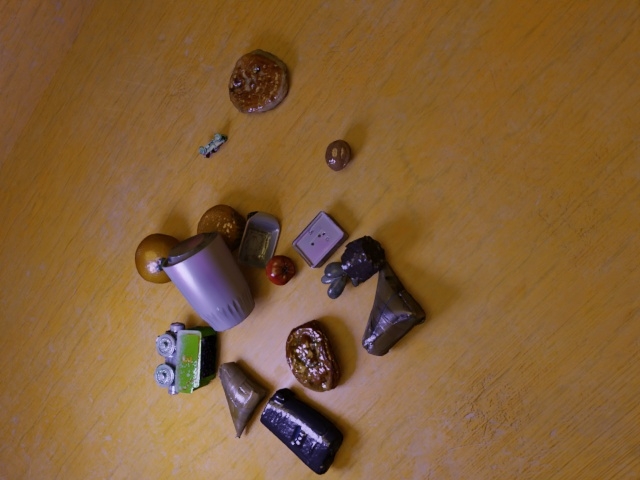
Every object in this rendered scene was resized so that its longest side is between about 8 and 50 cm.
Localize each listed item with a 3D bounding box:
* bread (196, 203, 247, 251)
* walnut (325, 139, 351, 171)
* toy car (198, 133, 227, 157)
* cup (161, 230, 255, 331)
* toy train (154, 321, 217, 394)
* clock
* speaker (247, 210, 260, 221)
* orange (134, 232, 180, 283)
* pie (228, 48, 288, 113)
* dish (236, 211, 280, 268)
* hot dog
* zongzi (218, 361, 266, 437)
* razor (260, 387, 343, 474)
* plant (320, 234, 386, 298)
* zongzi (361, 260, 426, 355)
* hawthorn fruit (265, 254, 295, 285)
[{"bbox_3d":[-0.438,-0.041,1.808,0.239,0.139,0.240,-3,83,25],"label":"bread"},{"bbox_3d":[0.070,-0.336,1.619,0.105,0.105,0.125,12,104,26],"label":"walnut"},{"bbox_3d":[-0.500,-0.446,1.920,0.143,0.073,0.054,-33,88,18],"label":"toy car"},{"bbox_3d":[-0.438,0.162,1.659,0.253,0.253,0.372,-20,111,22],"label":"cup"},{"bbox_3d":[-0.588,0.520,1.813,0.248,0.173,0.308,-1,84,16],"label":"toy train"},{"bbox_3d":[0.000,0.000,1.633,0.192,0.071,0.147,-48,67,13],"label":"clock"},{"bbox_3d":[-0.282,-0.092,1.794,0.076,0.060,0.094,-58,30,9],"label":"speaker"},{"bbox_3d":[-0.744,0.082,1.900,0.236,0.236,0.237,-3,83,25],"label":"orange"},{"bbox_3d":[-0.289,-0.707,1.837,0.314,0.092,0.316,-2,85,25],"label":"pie"},{"bbox_3d":[-0.266,-0.006,1.740,0.064,0.153,0.235,22,95,61],"label":"dish"},{"bbox_3d":[-0.028,0.449,1.574,0.196,0.122,0.273,-27,72,21],"label":"hot dog"},{"bbox_3d":[-0.363,0.667,1.726,0.228,0.114,0.256,33,110,28],"label":"zongzi"},{"bbox_3d":[-0.076,0.723,1.573,0.326,0.107,0.189,29,98,26],"label":"razor"},{"bbox_3d":[0.114,0.101,1.535,0.274,0.149,0.147,-41,24,33],"label":"plant"},{"bbox_3d":[0.212,0.240,1.496,0.260,0.122,0.289,-49,52,20],"label":"zongzi"},{"bbox_3d":[-0.174,0.120,1.677,0.140,0.125,0.125,12,90,24],"label":"hawthorn fruit"}]
